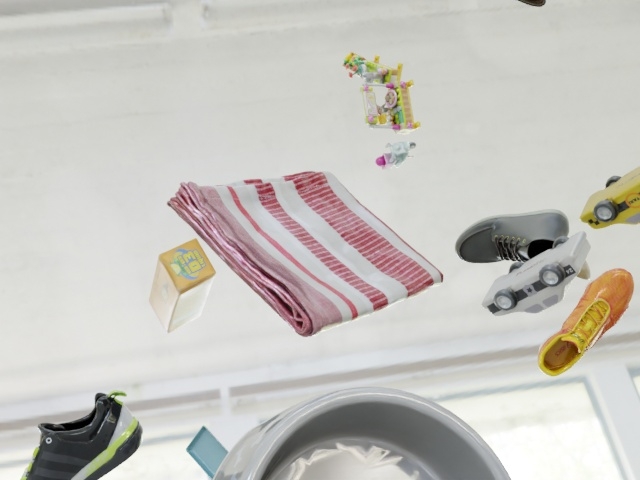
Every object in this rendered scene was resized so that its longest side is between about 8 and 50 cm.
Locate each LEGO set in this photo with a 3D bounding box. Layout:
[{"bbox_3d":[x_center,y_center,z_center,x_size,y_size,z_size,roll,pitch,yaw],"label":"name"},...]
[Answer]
[{"bbox_3d":[0.094,-0.278,1.605,0.107,0.287,0.132,-4,-32,-30],"label":"LEGO set"}]

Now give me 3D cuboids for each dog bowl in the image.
[{"bbox_3d":[0.053,0.307,0.849,0.349,0.348,0.102,0,-27,-17],"label":"dog bowl"}]

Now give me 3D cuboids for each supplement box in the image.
[{"bbox_3d":[-0.241,0.082,1.460,0.080,0.078,0.233,-27,-13,-22],"label":"supplement box"}]

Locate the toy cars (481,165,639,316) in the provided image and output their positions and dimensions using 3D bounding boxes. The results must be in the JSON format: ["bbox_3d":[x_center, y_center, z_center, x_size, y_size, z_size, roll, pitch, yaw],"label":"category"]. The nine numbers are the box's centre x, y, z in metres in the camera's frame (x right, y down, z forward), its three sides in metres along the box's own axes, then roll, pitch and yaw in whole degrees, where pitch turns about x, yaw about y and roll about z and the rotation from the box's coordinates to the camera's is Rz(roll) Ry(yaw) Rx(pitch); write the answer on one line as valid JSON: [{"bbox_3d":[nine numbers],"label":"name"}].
[{"bbox_3d":[0.428,0.002,1.319,0.394,0.087,0.176,-41,5,1],"label":"toy cars"}]

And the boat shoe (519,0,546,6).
[{"bbox_3d":[0.343,-0.439,1.473,0.125,0.038,0.046,13,-34,-33],"label":"boat shoe"}]

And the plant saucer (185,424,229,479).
[{"bbox_3d":[-0.182,0.446,1.642,0.067,0.192,0.018,-54,-26,9],"label":"plant saucer"}]

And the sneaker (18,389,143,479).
[{"bbox_3d":[-0.332,0.271,1.051,0.235,0.084,0.097,-36,-76,-15],"label":"sneaker"}]

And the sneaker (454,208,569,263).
[{"bbox_3d":[0.350,0.006,1.582,0.222,0.118,0.083,-17,-71,24],"label":"sneaker"}]

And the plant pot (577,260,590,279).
[{"bbox_3d":[0.540,0.017,2.004,0.236,0.236,0.032,19,-72,-37],"label":"plant pot"}]

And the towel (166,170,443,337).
[{"bbox_3d":[0.000,0.000,1.038,0.329,0.237,0.037,-13,-40,-56],"label":"towel"}]

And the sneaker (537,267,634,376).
[{"bbox_3d":[0.353,0.113,1.114,0.175,0.064,0.067,-57,-6,16],"label":"sneaker"}]
